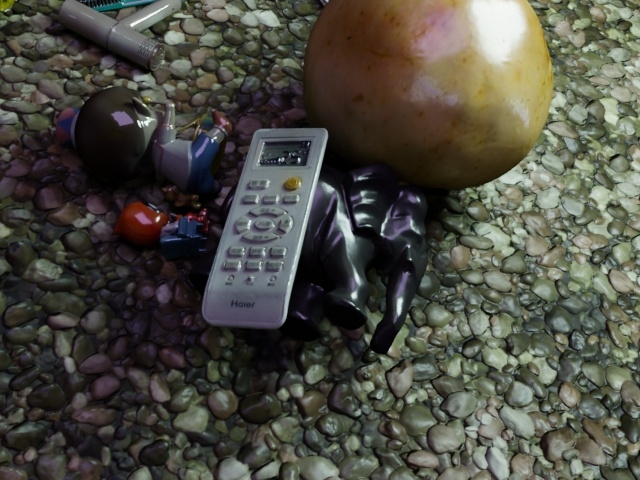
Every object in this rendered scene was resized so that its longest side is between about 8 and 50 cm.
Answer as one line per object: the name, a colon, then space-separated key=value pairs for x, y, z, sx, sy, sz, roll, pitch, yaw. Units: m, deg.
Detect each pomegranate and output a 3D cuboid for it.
pomegranate: x=0.161 y=-0.239 z=1.282 sx=0.412 sy=0.411 sz=0.411 roll=5 pitch=55 yaw=-7

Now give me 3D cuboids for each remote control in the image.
remote control: x=-0.065 y=-0.020 z=1.081 sx=0.109 sy=0.055 sz=0.313 roll=1 pitch=55 yaw=17

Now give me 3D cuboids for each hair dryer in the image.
hair dryer: x=-0.332 y=-0.422 z=1.496 sx=0.195 sy=0.053 sz=0.220 roll=27 pitch=55 yaw=7

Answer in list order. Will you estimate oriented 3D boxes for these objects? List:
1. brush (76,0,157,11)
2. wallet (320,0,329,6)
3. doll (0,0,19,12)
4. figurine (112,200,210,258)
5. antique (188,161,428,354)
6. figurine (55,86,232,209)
brush: x=-0.361 y=-0.458 z=1.529 sx=0.193 sy=0.032 sz=0.043 roll=-16 pitch=60 yaw=-19
wallet: x=0.083 y=-0.500 z=1.641 sx=0.190 sy=0.033 sz=0.095 roll=-25 pitch=62 yaw=-25
doll: x=-0.614 y=-0.495 z=1.443 sx=0.221 sy=0.135 sz=0.143 roll=38 pitch=72 yaw=19
figurine: x=-0.240 y=-0.016 z=1.233 sx=0.140 sy=0.068 sz=0.075 roll=6 pitch=58 yaw=1
antique: x=0.000 y=0.000 z=1.193 sx=0.322 sy=0.185 sz=0.255 roll=24 pitch=57 yaw=11
figurine: x=-0.277 y=-0.158 z=1.276 sx=0.276 sy=0.161 sz=0.158 roll=18 pitch=32 yaw=0
